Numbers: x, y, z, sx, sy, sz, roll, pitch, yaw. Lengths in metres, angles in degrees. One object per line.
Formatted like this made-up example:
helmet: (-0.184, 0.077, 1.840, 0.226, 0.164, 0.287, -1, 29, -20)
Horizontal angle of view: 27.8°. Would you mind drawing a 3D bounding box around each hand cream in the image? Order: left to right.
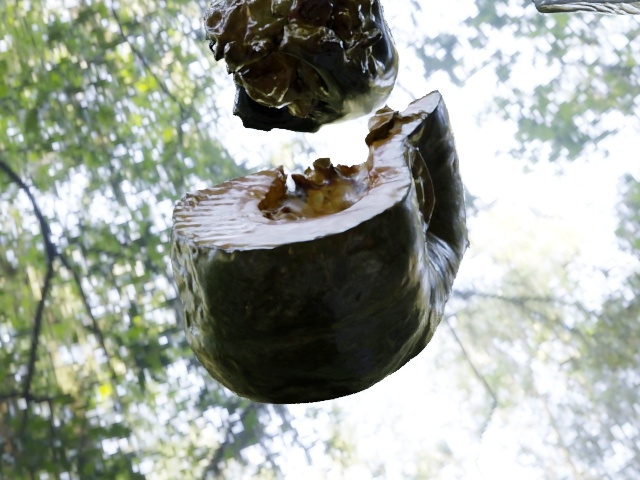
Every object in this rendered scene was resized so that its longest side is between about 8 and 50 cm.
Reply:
hand cream: (0.169, -0.146, 0.799, 0.030, 0.093, 0.019, 20, -92, -44)

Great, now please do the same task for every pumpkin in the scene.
pumpkin: (0.000, 0.001, 0.977, 0.190, 0.280, 0.139, -7, -66, 19)

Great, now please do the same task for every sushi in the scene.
sushi: (-0.023, -0.216, 1.376, 0.200, 0.213, 0.204, -15, -30, 3)
